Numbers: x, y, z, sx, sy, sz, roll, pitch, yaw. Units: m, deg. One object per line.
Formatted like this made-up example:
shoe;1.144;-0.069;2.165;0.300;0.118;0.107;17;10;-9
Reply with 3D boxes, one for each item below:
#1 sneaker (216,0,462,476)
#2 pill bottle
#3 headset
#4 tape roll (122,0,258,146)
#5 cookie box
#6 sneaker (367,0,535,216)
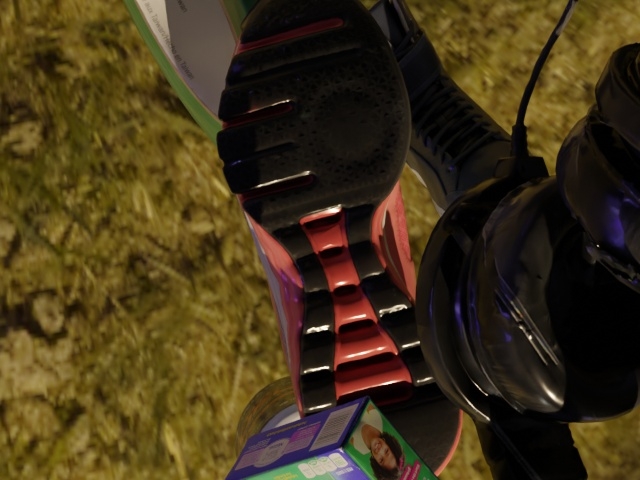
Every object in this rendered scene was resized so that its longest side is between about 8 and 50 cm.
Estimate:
sneaker;-0.001;0.000;0.960;0.115;0.136;0.314;-10;87;-8
pill bottle;-0.010;0.189;1.388;0.130;0.245;0.131;0;91;-6
headset;0.121;-0.003;0.721;0.185;0.394;0.243;-1;152;-35
tape roll;-0.081;-0.201;1.163;0.077;0.321;0.321;-30;117;-15
cookie box;0.019;0.137;0.776;0.091;0.040;0.107;-25;113;43
sneaker;0.083;-0.103;1.218;0.086;0.226;0.163;-37;114;-4
